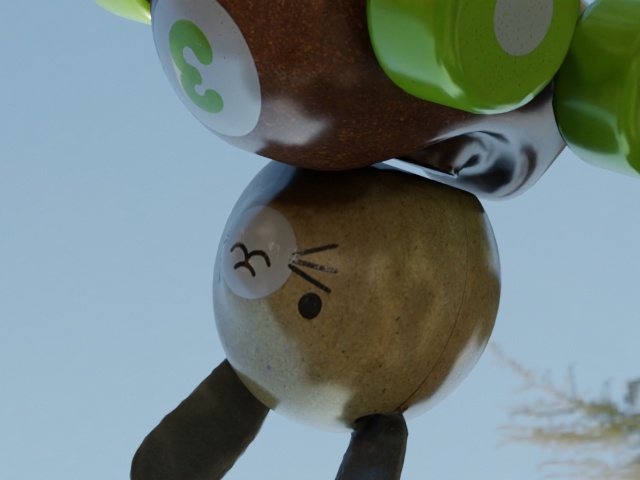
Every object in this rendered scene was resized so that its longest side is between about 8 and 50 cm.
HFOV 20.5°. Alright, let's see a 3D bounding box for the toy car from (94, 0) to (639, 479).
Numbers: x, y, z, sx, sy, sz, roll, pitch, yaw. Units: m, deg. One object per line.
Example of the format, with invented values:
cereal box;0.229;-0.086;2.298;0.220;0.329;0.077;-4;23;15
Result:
toy car;0.000;0.000;0.499;0.149;0.155;0.188;16;-87;-45
